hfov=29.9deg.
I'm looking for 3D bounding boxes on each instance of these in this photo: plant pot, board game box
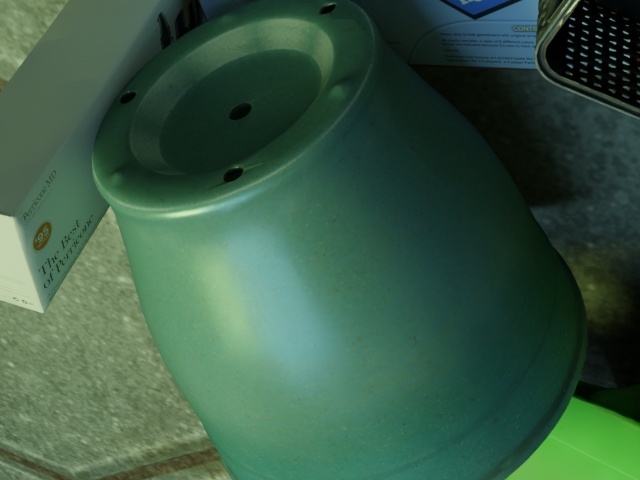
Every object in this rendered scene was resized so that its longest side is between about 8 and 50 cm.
[{"bbox_3d":[0.000,0.000,0.743,0.271,0.272,0.255,-1,139,31],"label":"plant pot"},{"bbox_3d":[0.045,-0.166,0.715,0.281,0.027,0.145,6,143,24],"label":"board game box"}]

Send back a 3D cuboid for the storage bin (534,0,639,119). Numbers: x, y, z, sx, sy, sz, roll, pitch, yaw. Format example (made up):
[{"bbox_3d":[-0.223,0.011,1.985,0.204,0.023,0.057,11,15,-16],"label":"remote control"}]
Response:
[{"bbox_3d":[0.210,-0.120,0.600,0.180,0.084,0.122,20,140,-10],"label":"storage bin"}]

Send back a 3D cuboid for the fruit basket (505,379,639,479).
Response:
[{"bbox_3d":[0.313,0.141,0.789,0.392,0.392,0.283,-6,165,36],"label":"fruit basket"}]

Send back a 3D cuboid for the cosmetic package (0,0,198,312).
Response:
[{"bbox_3d":[-0.149,-0.079,0.758,0.060,0.239,0.099,16,145,14],"label":"cosmetic package"}]
